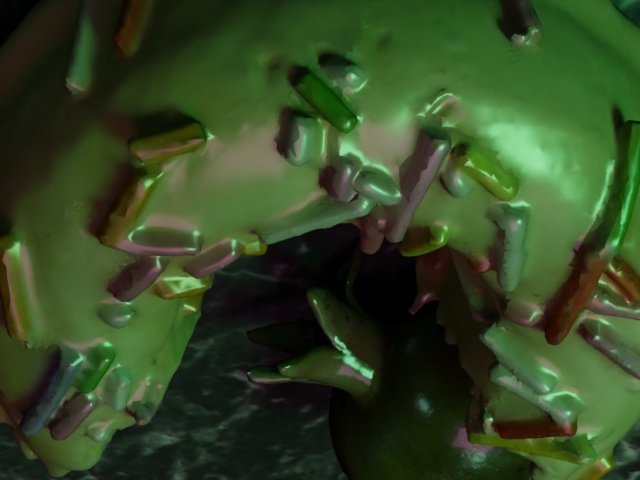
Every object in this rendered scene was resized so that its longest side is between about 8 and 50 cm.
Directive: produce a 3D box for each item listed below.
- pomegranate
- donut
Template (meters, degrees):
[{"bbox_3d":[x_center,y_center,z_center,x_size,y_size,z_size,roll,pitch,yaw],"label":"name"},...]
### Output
[{"bbox_3d":[0.052,0.084,0.940,0.191,0.131,0.152,26,133,-15],"label":"pomegranate"},{"bbox_3d":[0.009,-0.005,0.735,0.371,0.150,0.307,4,132,-7],"label":"donut"}]
